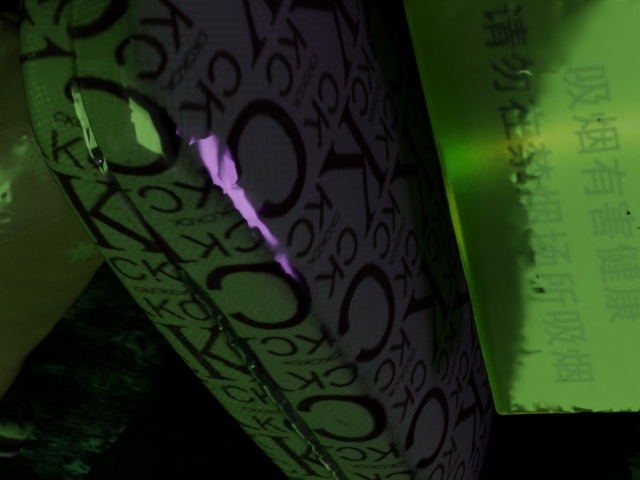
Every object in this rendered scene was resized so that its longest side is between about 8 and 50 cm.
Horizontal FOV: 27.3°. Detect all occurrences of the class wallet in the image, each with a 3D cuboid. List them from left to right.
[{"bbox_3d":[0.015,0.143,0.655,0.290,0.054,0.251,6,-168,9],"label":"wallet"}]

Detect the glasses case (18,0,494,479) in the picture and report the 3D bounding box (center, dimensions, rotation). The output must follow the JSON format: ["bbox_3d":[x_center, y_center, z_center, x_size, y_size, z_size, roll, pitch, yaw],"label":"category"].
[{"bbox_3d":[0.000,0.000,0.488,0.085,0.137,0.354,-2,146,23],"label":"glasses case"}]

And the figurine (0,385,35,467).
[{"bbox_3d":[-0.342,0.084,0.682,0.320,0.196,0.323,-7,154,33],"label":"figurine"}]

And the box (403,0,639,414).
[{"bbox_3d":[0.190,-0.029,0.400,0.311,0.043,0.173,-4,116,24],"label":"box"}]

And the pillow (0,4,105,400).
[{"bbox_3d":[-0.190,-0.024,0.532,0.236,0.084,0.223,29,118,-24],"label":"pillow"}]
